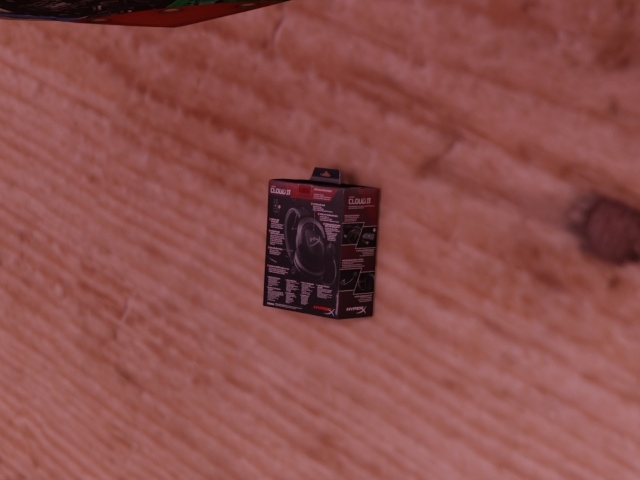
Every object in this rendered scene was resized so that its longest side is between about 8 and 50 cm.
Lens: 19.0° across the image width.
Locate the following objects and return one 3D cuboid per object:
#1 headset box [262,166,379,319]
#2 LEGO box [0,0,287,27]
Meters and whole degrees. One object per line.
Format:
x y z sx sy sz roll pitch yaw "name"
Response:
0.000 0.000 1.100 0.062 0.032 0.083 7 96 43 "headset box"
0.001 -0.331 0.491 0.372 0.193 0.500 -5 89 42 "LEGO box"
